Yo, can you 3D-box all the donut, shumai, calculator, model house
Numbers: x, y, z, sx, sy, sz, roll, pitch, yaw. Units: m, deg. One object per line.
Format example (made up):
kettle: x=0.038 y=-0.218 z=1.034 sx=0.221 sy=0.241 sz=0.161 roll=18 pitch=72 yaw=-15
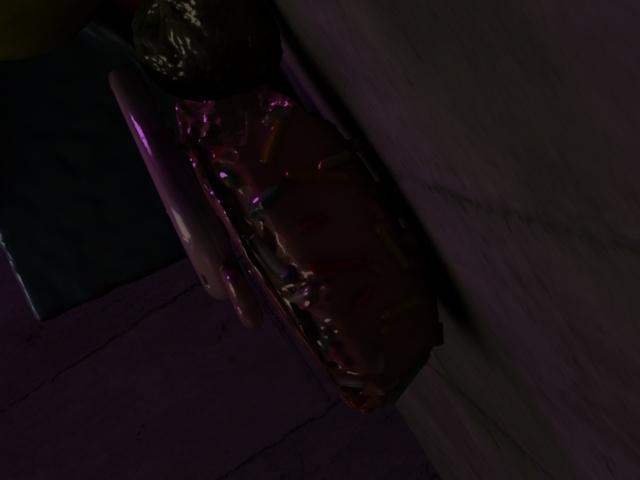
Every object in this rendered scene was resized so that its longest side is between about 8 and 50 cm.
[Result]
donut: x=0.000 y=0.000 z=1.012 sx=0.199 sy=0.085 sz=0.233 roll=59 pitch=177 yaw=-15
shumai: x=-0.063 y=-0.120 z=0.935 sx=0.083 sy=0.082 sz=0.080 roll=34 pitch=168 yaw=18
calculator: x=-0.073 y=-0.023 z=0.955 sx=0.166 sy=0.024 sz=0.103 roll=61 pitch=175 yaw=27
model house: x=-0.149 y=-0.114 z=1.226 sx=0.280 sy=0.230 sz=0.248 roll=-149 pitch=36 yaw=-77

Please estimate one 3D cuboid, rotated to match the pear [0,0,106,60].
pear: x=-0.162 y=-0.193 z=0.950 sx=0.166 sy=0.180 sz=0.216 roll=24 pitch=-154 yaw=-7
